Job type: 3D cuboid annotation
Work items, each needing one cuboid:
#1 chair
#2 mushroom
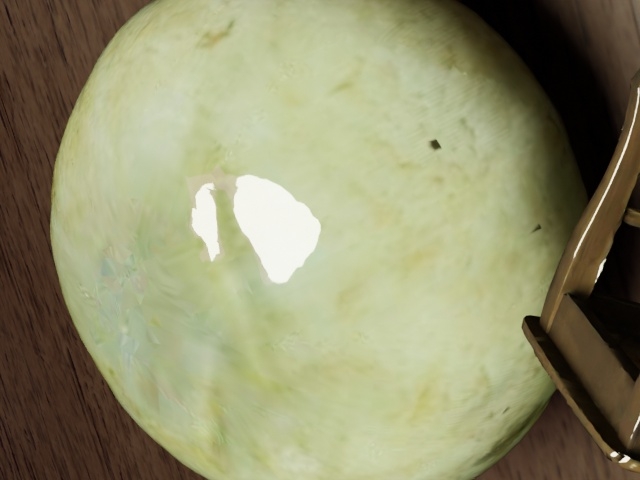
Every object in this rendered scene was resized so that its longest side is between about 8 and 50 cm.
[{"bbox_3d":[0.195,0.097,0.827,0.160,0.186,0.319,-117,44,-65],"label":"chair"},{"bbox_3d":[0.000,0.000,1.006,0.352,0.260,0.352,18,123,31],"label":"mushroom"}]
